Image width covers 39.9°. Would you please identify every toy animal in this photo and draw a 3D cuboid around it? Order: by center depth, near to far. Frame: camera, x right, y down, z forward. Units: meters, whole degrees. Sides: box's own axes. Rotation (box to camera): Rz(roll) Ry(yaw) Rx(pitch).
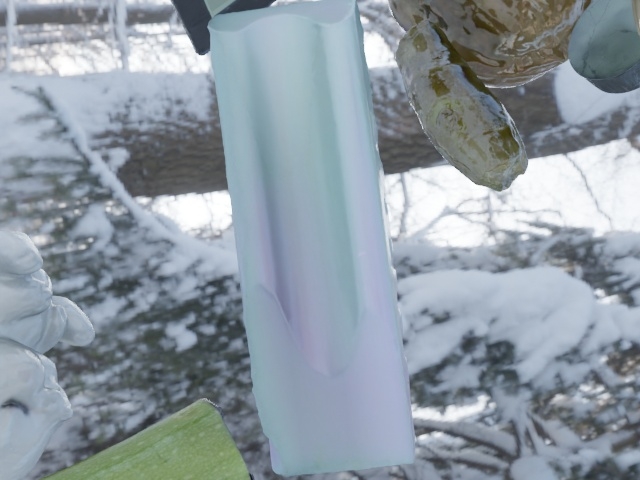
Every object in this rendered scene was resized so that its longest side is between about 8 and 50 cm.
[{"bbox_3d":[-0.385,0.159,1.026,0.272,0.206,0.265,79,1,-57],"label":"toy animal"}]

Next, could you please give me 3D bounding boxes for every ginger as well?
[{"bbox_3d":[0.190,-0.183,1.222,0.109,0.116,0.263,91,-25,-62],"label":"ginger"}]

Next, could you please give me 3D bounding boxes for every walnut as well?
[{"bbox_3d":[0.273,-0.396,1.401,0.344,0.306,0.306,53,-33,20],"label":"walnut"}]

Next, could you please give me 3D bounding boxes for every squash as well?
[{"bbox_3d":[-0.122,0.155,0.417,0.095,0.188,0.095,39,-41,45],"label":"squash"}]

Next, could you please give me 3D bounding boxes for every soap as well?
[{"bbox_3d":[0.000,0.000,0.708,0.208,0.115,0.347,27,56,-83],"label":"soap"}]

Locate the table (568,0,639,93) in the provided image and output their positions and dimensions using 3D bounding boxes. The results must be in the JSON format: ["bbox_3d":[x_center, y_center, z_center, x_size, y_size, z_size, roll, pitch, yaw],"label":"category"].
[{"bbox_3d":[0.377,-0.251,1.096,0.133,0.043,0.133,-29,-132,40],"label":"table"}]

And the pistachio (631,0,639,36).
[{"bbox_3d":[0.389,-0.264,0.808,0.318,0.193,0.214,69,23,-53],"label":"pistachio"}]

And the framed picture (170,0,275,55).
[{"bbox_3d":[-0.075,-0.370,0.821,0.016,0.265,0.347,40,-15,36],"label":"framed picture"}]
